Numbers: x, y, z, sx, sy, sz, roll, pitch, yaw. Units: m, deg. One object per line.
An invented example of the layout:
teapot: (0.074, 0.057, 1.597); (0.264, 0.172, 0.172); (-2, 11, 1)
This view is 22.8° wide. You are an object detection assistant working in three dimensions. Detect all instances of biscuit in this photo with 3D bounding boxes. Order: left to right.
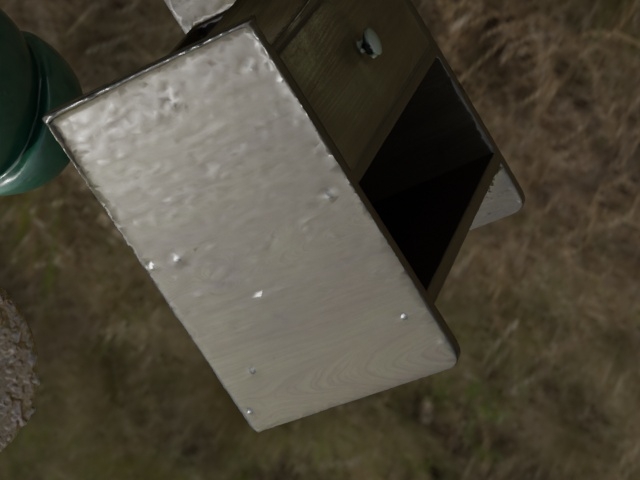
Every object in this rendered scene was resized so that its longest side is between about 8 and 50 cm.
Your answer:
biscuit: (-0.213, 0.073, 0.876); (0.120, 0.120, 0.015); (42, 168, -12)

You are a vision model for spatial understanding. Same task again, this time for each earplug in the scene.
earplug: (-0.275, -0.086, 1.211); (0.164, 0.280, 0.257); (-54, 55, 22)

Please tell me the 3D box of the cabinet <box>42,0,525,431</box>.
cabinet: (-0.007, -0.045, 0.880); (0.148, 0.175, 0.215); (-22, 111, 30)
